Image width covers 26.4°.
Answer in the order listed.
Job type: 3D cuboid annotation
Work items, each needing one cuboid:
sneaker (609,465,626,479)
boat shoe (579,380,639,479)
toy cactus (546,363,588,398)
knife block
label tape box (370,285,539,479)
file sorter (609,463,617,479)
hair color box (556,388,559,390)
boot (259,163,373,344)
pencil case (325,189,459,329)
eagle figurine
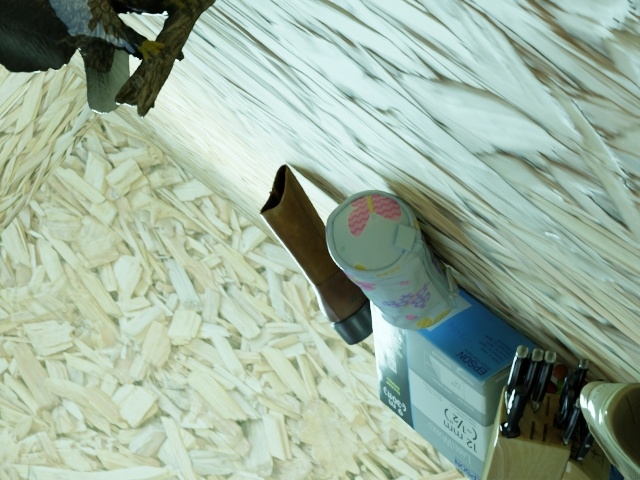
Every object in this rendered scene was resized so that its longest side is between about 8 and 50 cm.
[{"bbox_3d":[0.485,0.388,2.094,0.148,0.131,0.350,44,173,38],"label":"sneaker"},{"bbox_3d":[0.408,0.271,1.562,0.302,0.109,0.098,47,168,-17],"label":"boat shoe"},{"bbox_3d":[0.380,0.261,1.880,0.180,0.112,0.219,26,160,31],"label":"toy cactus"},{"bbox_3d":[0.256,0.250,1.763,0.275,0.088,0.242,-25,123,36],"label":"knife block"},{"bbox_3d":[0.198,0.238,2.004,0.249,0.115,0.348,38,145,40],"label":"label tape box"},{"bbox_3d":[0.374,0.408,1.898,0.104,0.118,0.170,-40,-65,-75],"label":"file sorter"},{"bbox_3d":[0.250,0.202,2.228,0.339,0.110,0.185,42,176,-3],"label":"hair color box"},{"bbox_3d":[0.000,0.000,2.224,0.280,0.096,0.264,55,-151,-18],"label":"boot"},{"bbox_3d":[0.096,0.031,1.752,0.124,0.114,0.273,26,171,25],"label":"pencil case"},{"bbox_3d":[-0.251,-0.264,1.291,0.298,0.225,0.226,30,-173,-7],"label":"eagle figurine"}]
